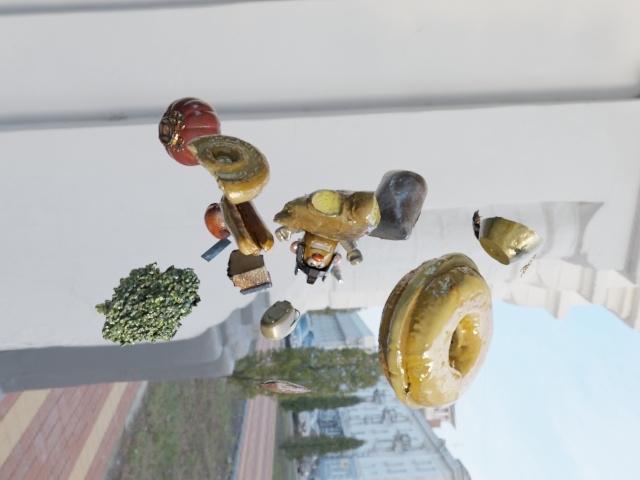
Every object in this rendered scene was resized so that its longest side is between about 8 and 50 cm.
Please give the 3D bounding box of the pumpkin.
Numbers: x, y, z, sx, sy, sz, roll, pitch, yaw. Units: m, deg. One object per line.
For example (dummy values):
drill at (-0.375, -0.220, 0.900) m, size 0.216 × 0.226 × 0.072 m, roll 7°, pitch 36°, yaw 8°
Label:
pumpkin at (0.635, 0.014, 1.720) m, size 0.110 × 0.217 × 0.217 m, roll -59°, pitch 177°, yaw -7°

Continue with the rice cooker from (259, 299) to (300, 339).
rice cooker at (-0.192, 0.369, 2.332) m, size 0.206 × 0.145 × 0.127 m, roll -45°, pitch 138°, yaw -33°

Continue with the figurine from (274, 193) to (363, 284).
figurine at (0.004, 0.001, 1.683) m, size 0.143 × 0.308 × 0.309 m, roll -23°, pitch 111°, yaw -67°

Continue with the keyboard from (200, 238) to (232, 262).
keyboard at (-0.516, 0.044, 2.491) m, size 0.176 × 0.055 × 0.014 m, roll -46°, pitch 161°, yaw -41°

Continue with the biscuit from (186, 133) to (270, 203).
biscuit at (-0.265, -0.236, 1.523) m, size 0.274 × 0.213 × 0.091 m, roll 41°, pitch -43°, yaw 24°

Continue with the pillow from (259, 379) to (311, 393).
pillow at (-0.130, 0.537, 1.829) m, size 0.185 × 0.118 × 0.043 m, roll 28°, pitch 62°, yaw -40°

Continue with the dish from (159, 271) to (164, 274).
dish at (-0.714, 0.229, 2.251) m, size 0.090 × 0.213 × 0.214 m, roll -36°, pitch -132°, yaw 45°

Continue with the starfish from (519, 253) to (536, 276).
starfish at (0.676, 0.080, 1.633) m, size 0.016 × 0.092 × 0.086 m, roll 38°, pitch -44°, yaw 31°

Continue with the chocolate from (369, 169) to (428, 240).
chocolate at (0.252, -0.135, 1.708) m, size 0.101 × 0.185 × 0.303 m, roll 71°, pitch 36°, yaw -48°

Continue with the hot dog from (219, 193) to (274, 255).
hot dog at (-0.265, -0.059, 1.738) m, size 0.337 × 0.135 × 0.100 m, roll 54°, pitch -41°, yaw 42°

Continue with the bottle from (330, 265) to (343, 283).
bottle at (0.077, 0.162, 2.619) m, size 0.217 × 0.060 × 0.060 m, roll -118°, pitch -157°, yaw -58°

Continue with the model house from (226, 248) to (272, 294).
model house at (-0.297, 0.141, 2.146) m, size 0.183 × 0.166 × 0.172 m, roll -107°, pitch 179°, yaw -52°

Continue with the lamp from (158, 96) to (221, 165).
lamp at (-0.571, -0.476, 2.204) m, size 0.256 × 0.303 × 0.304 m, roll -12°, pitch 102°, yaw -49°

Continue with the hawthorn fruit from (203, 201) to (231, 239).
hawthorn fruit at (-0.435, -0.088, 2.232) m, size 0.173 × 0.172 × 0.173 m, roll 177°, pitch -90°, yaw -88°

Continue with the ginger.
ginger at (0.019, -0.071, 1.292) m, size 0.219 × 0.269 × 0.123 m, roll 64°, pitch 35°, yaw -71°

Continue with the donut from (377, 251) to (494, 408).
donut at (0.327, 0.249, 1.387) m, size 0.198 × 0.448 × 0.450 m, roll 19°, pitch -61°, yaw 46°

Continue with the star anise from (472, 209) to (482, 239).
star anise at (0.661, -0.055, 2.109) m, size 0.141 × 0.042 × 0.141 m, roll -9°, pitch 90°, yaw -77°

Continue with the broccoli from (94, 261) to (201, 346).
broccoli at (-0.521, 0.179, 1.510) m, size 0.245 × 0.288 × 0.248 m, roll 10°, pitch -81°, yaw 52°
